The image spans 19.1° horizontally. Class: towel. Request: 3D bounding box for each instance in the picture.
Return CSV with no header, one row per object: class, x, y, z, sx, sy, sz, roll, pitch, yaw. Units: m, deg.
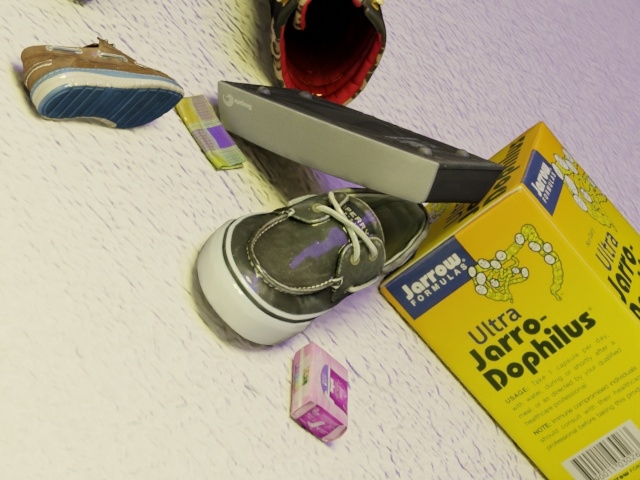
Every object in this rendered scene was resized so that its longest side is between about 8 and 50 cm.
towel,-0.106,-0.105,1.828,0.083,0.009,0.060,58,25,10

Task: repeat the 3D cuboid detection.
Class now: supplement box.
supplement box,0.261,0.089,1.989,0.356,0.195,0.194,48,25,-10

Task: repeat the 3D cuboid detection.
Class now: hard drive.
hard drive,0.035,-0.095,1.863,0.254,0.054,0.172,22,11,27

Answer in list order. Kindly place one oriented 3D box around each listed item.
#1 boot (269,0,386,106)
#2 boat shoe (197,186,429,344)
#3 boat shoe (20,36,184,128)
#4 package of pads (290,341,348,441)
boot,0.006,-0.345,1.998,0.138,0.377,0.284,3,49,-10
boat shoe,0.000,0.000,1.746,0.121,0.119,0.335,55,25,4
boat shoe,-0.189,-0.145,1.672,0.183,0.066,0.066,3,53,-59
package of pads,0.000,0.134,1.677,0.050,0.032,0.083,39,28,-25
